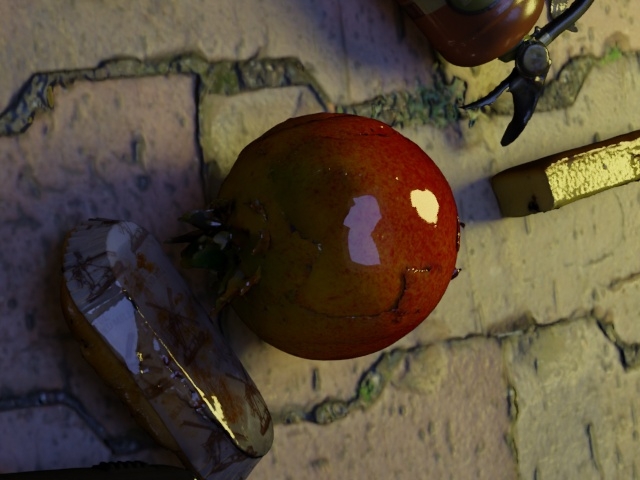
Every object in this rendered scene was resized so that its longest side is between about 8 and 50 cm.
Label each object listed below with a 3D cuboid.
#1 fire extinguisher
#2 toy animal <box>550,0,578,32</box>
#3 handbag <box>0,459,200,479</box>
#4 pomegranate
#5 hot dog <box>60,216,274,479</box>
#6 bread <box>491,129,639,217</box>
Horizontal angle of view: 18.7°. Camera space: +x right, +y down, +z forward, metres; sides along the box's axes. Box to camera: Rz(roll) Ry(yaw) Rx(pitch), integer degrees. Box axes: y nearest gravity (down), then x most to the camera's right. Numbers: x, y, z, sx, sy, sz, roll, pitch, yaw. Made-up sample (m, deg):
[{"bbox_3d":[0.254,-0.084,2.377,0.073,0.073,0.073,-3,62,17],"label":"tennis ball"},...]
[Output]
[{"bbox_3d":[0.123,-0.281,1.724,0.200,0.113,0.376,-36,108,10],"label":"fire extinguisher"},{"bbox_3d":[0.231,-0.243,1.863,0.050,0.028,0.084,13,75,-40],"label":"toy animal"},{"bbox_3d":[-0.212,0.293,1.471,0.275,0.088,0.244,-1,86,-36],"label":"handbag"},{"bbox_3d":[0.000,0.000,1.582,0.235,0.210,0.210,-11,89,-27],"label":"pomegranate"},{"bbox_3d":[-0.123,0.093,1.553,0.252,0.069,0.131,55,30,-17],"label":"hot dog"},{"bbox_3d":[0.271,-0.071,1.833,0.226,0.088,0.049,-17,91,-32],"label":"bread"}]
